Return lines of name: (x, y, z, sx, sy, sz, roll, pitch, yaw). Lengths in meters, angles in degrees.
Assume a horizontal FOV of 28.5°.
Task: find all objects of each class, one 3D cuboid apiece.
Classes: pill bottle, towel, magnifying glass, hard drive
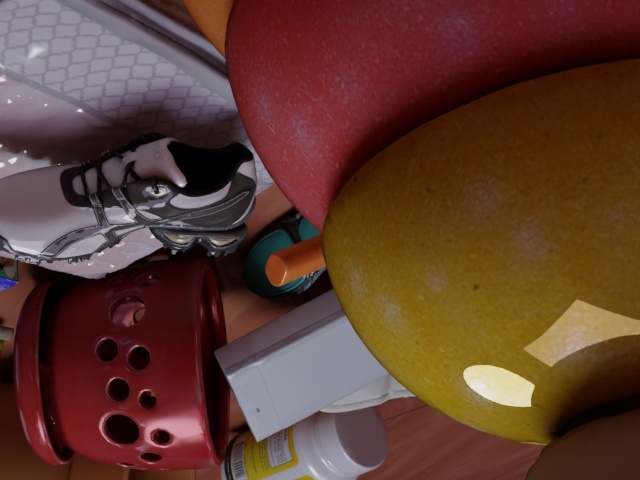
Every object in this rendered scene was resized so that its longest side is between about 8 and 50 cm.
pill bottle: (-0.021, 0.277, 1.631, 0.208, 0.119, 0.119, -28, 150, 37)
towel: (-0.179, -0.071, 0.895, 0.317, 0.053, 0.331, -25, 151, 31)
magnifying glass: (0.049, -0.010, 1.026, 0.231, 0.026, 0.092, -20, 147, -39)
hard drive: (0.057, 0.080, 1.202, 0.307, 0.040, 0.203, -27, 156, -7)

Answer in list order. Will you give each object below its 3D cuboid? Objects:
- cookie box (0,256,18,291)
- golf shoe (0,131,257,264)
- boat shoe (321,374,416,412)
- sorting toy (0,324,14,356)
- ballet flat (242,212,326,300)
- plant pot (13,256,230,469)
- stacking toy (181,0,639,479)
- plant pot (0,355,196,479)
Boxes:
cookie box: (-0.323, 0.021, 1.053, 0.091, 0.040, 0.107, -23, 153, 31)
golf shoe: (-0.137, -0.038, 0.847, 0.198, 0.077, 0.094, -5, 144, -24)
boat shoe: (0.094, 0.124, 1.407, 0.319, 0.116, 0.099, -1, -162, -34)
sorting toy: (-0.372, 0.082, 1.109, 0.132, 0.046, 0.274, 0, 166, 40)
ballet flat: (0.000, 0.000, 1.106, 0.070, 0.070, 0.188, 6, 155, -31)
plant pot: (-0.177, 0.115, 1.138, 0.174, 0.191, 0.191, -4, 156, 1)
stacking toy: (0.094, -0.032, 0.557, 0.350, 0.480, 0.351, -7, 156, -3)
plant pot: (-0.264, 0.262, 1.350, 0.203, 0.291, 0.291, 4, 157, 9)
